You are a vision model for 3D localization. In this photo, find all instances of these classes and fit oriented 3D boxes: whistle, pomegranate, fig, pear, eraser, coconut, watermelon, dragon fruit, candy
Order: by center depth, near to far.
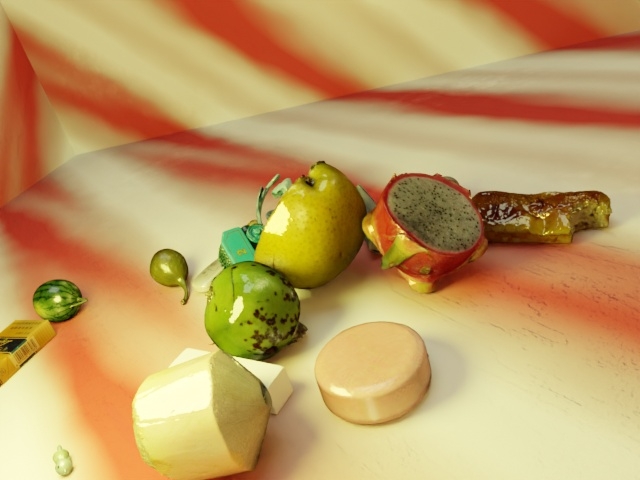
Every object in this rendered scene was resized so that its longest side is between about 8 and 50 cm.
[{"bbox_3d":[-0.212,0.339,1.102,0.244,0.239,0.239,-15,27,7],"label":"coconut"},{"bbox_3d":[0.116,0.268,1.196,0.255,0.095,0.255,-14,27,7],"label":"candy"},{"bbox_3d":[-0.570,0.484,1.251,0.035,0.035,0.100,-29,28,-22],"label":"whistle"},{"bbox_3d":[-0.211,0.319,1.306,0.298,0.078,0.076,3,33,33],"label":"eraser"},{"bbox_3d":[-0.153,0.178,1.379,0.254,0.270,0.254,-56,12,19],"label":"pomegranate"},{"bbox_3d":[0.255,-0.009,1.464,0.305,0.226,0.306,11,51,-14],"label":"dragon fruit"},{"bbox_3d":[0.000,0.000,1.513,0.191,0.387,0.340,36,56,20],"label":"pear"},{"bbox_3d":[-0.462,0.121,1.810,0.124,0.124,0.236,-28,47,-20],"label":"fig"},{"bbox_3d":[-0.832,0.196,1.837,0.187,0.141,0.141,1,30,9],"label":"watermelon"}]

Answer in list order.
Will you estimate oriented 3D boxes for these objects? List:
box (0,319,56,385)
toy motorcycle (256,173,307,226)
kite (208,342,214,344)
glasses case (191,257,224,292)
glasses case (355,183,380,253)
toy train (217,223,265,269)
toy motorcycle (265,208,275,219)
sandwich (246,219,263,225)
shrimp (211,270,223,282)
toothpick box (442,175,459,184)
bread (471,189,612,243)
[{"bbox_3d":[-0.942,0.336,1.710,0.152,0.070,0.237,-3,28,25],"label":"box"},{"bbox_3d":[-0.107,-0.090,1.836,0.206,0.260,0.154,8,-12,-3],"label":"toy motorcycle"},{"bbox_3d":[-0.189,0.232,1.529,0.232,0.009,0.189,-30,30,-24],"label":"kite"},{"bbox_3d":[-0.332,0.101,1.814,0.074,0.049,0.193,5,36,34],"label":"glasses case"},{"bbox_3d":[0.157,-0.072,1.777,0.083,0.128,0.308,4,24,-14],"label":"glasses case"},{"bbox_3d":[-0.214,0.049,1.701,0.162,0.112,0.203,-21,60,-28],"label":"toy train"},{"bbox_3d":[-0.060,-0.093,1.985,0.254,0.092,0.136,-14,35,-14],"label":"toy motorcycle"},{"bbox_3d":[-0.226,-0.022,1.925,0.093,0.105,0.036,0,31,23],"label":"sandwich"},{"bbox_3d":[-0.260,0.067,1.782,0.219,0.046,0.152,-24,53,-29],"label":"shrimp"},{"bbox_3d":[0.398,-0.129,1.774,0.098,0.099,0.149,-11,27,11],"label":"toothpick box"},{"bbox_3d":[0.581,-0.065,1.543,0.380,0.109,0.185,1,32,29],"label":"bread"}]
